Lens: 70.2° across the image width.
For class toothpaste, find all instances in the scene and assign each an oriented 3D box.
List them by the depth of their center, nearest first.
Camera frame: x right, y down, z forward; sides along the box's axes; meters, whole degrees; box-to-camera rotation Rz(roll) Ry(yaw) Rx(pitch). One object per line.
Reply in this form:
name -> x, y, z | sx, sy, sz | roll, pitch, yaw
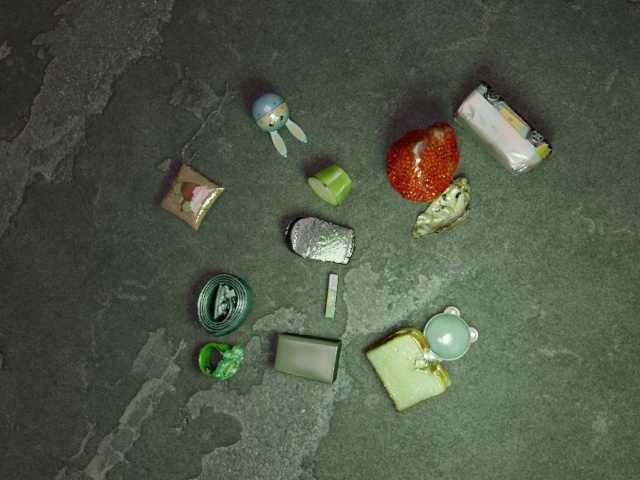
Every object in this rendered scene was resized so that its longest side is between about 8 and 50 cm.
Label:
toothpaste -> 0.048, 0.227, 1.856 | 0.037, 0.043, 0.178 | 5, 86, 12

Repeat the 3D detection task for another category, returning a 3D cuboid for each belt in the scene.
belt -> -0.395, 0.271, 1.884 | 0.207, 0.116, 0.267 | 18, 85, 13

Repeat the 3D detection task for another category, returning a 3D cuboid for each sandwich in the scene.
sandwich -> 0.329, 0.477, 1.717 | 0.249, 0.095, 0.273 | -37, 80, 33

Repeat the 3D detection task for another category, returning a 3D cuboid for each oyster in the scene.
oyster -> 0.486, -0.112, 1.808 | 0.295, 0.094, 0.166 | -35, 62, 14

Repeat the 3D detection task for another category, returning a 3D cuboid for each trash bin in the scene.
trash bin -> -0.048, 0.460, 1.813 | 0.241, 0.122, 0.163 | 9, 86, 12

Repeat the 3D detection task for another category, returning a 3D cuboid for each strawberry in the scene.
strawberry -> 0.376, -0.306, 1.701 | 0.267, 0.351, 0.311 | 29, 95, 18

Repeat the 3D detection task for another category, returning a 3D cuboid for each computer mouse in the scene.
computer mouse -> -0.001, 0.000, 1.866 | 0.296, 0.087, 0.168 | 14, 90, -3

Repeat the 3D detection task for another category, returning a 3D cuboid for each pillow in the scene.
pillow -> -0.558, -0.188, 1.966 | 0.223, 0.084, 0.236 | 35, 94, 9

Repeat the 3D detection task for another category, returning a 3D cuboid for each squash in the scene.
squash -> 0.046, -0.228, 1.844 | 0.123, 0.170, 0.170 | -43, 80, -9

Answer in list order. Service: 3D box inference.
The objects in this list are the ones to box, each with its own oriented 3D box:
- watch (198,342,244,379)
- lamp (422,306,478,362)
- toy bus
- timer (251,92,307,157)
watch -> -0.411, 0.479, 1.877 | 0.152, 0.131, 0.165 | 25, 93, 28
lamp -> 0.467, 0.382, 1.745 | 0.246, 0.108, 0.179 | -41, 76, 4
toy bus -> 0.696, -0.417, 1.761 | 0.162, 0.171, 0.386 | -44, 80, 13
timer -> -0.184, -0.496, 1.900 | 0.175, 0.175, 0.255 | -33, 82, 4
